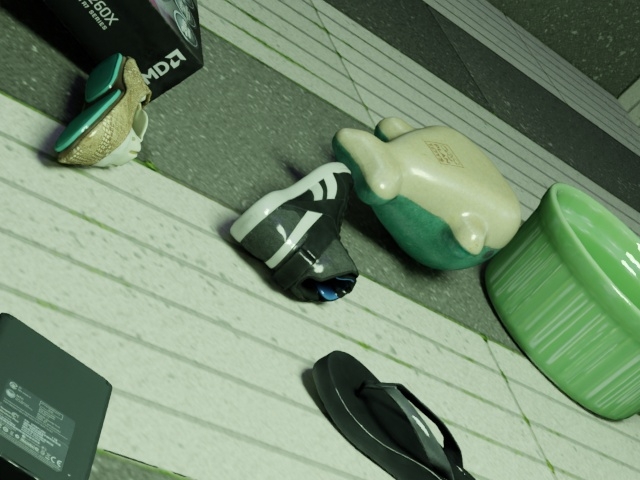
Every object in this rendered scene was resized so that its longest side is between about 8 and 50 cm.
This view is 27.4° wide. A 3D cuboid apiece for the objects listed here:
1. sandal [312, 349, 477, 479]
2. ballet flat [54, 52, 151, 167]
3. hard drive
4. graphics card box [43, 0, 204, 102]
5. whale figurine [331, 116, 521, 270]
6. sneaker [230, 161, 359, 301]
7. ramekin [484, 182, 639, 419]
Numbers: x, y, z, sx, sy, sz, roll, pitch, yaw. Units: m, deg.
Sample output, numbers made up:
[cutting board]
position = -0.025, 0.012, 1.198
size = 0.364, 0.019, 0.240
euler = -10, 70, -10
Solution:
[sandal]
position = 0.097, 0.185, 1.166
size = 0.254, 0.054, 0.097
euler = 44, 21, -1
[ballet flat]
position = -0.186, -0.107, 1.183
size = 0.067, 0.073, 0.206
euler = 52, 21, -22
[hard drive]
position = -0.184, 0.110, 0.841
size = 0.094, 0.022, 0.135
euler = 37, 23, -17
[graphics card box]
position = -0.259, -0.331, 1.299
size = 0.371, 0.094, 0.233
euler = 52, 14, -31
[whale figurine]
position = 0.107, -0.048, 1.509
size = 0.272, 0.141, 0.216
euler = 9, 40, -49
[sneaker]
position = 0.000, 0.000, 1.318
size = 0.121, 0.079, 0.217
euler = 50, 30, 5
[ramekin]
position = 0.353, 0.084, 1.687
size = 0.303, 0.148, 0.303
euler = 37, 23, -18
